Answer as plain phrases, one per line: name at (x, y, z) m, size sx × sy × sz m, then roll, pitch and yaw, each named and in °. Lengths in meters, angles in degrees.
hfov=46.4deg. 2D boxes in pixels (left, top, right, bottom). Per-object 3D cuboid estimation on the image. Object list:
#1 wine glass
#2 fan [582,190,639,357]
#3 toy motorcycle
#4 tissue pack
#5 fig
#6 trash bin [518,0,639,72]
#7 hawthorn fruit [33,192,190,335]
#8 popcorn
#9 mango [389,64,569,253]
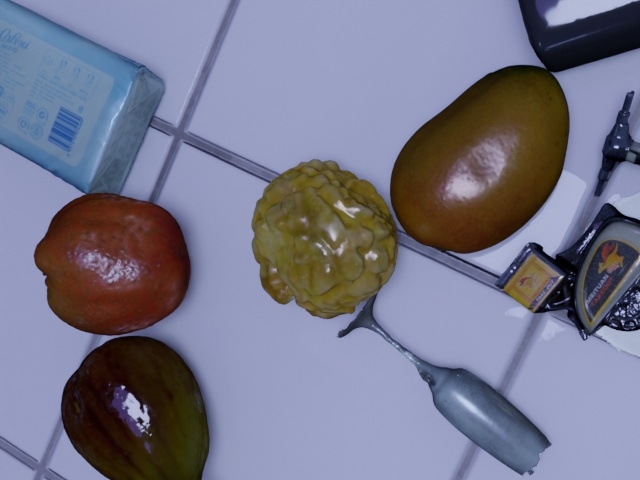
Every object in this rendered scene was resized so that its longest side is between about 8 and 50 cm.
wine glass at (0.141, 0.163, 0.832) m, size 0.262 × 0.074 × 0.074 m, roll 38°, pitch 100°, yaw 13°
fan at (0.415, -0.008, 0.773) m, size 0.329 × 0.009 × 0.191 m, roll -45°, pitch 75°, yaw 15°
toy motorcycle at (0.316, -0.017, 0.759) m, size 0.157 × 0.091 × 0.263 m, roll 39°, pitch 104°, yaw 21°
tissue pack at (-0.349, -0.189, 0.977) m, size 0.263 × 0.089 × 0.177 m, roll 28°, pitch 97°, yaw 18°
fig at (-0.187, 0.239, 0.885) m, size 0.274 × 0.145 × 0.170 m, roll 43°, pitch 108°, yaw 21°
trash bin at (0.333, -0.294, 0.718) m, size 0.290 × 0.182 × 0.209 m, roll -17°, pitch 87°, yaw 22°
hawthorn fruit at (-0.245, 0.027, 0.898) m, size 0.189 × 0.189 × 0.189 m, roll 0°, pitch 90°, yaw 17°
popcorn at (0.000, 0.000, 0.832) m, size 0.180 × 0.170 × 0.180 m, roll 0°, pitch 84°, yaw -1°
mango at (0.175, -0.080, 0.792) m, size 0.221 × 0.120 × 0.151 m, roll -39°, pitch 84°, yaw 14°
